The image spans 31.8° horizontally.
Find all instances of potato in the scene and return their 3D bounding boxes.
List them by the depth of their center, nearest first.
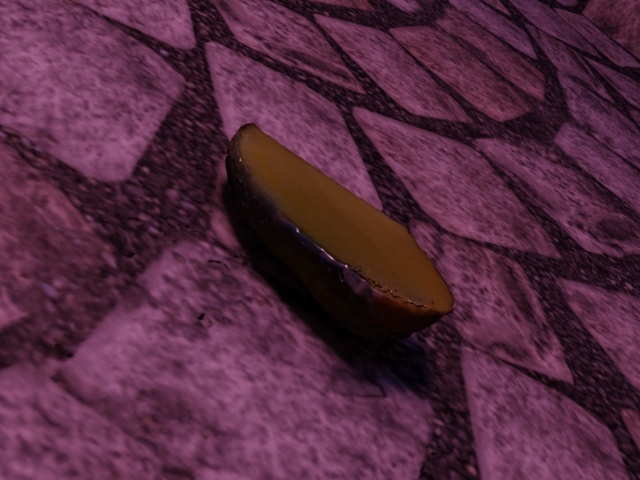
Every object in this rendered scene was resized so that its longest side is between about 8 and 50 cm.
[{"bbox_3d":[0.000,0.000,0.729,0.198,0.054,0.119,41,25,19],"label":"potato"}]
